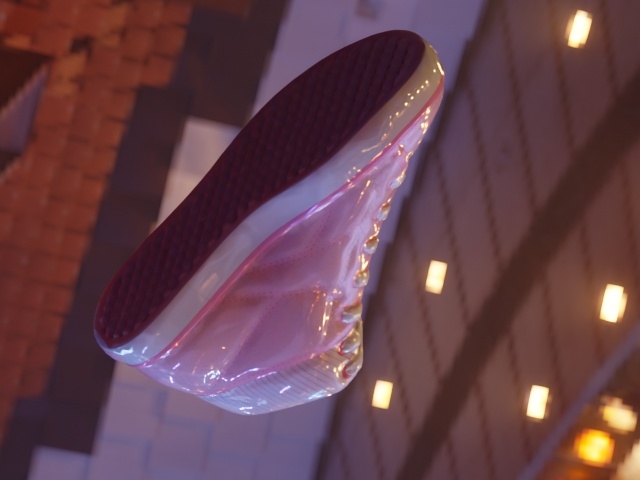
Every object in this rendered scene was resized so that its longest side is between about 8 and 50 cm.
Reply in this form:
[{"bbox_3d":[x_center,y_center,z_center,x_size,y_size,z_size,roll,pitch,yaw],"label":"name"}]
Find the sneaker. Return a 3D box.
[{"bbox_3d":[0.000,0.000,0.557,0.134,0.070,0.051,-45,-148,12],"label":"sneaker"}]
